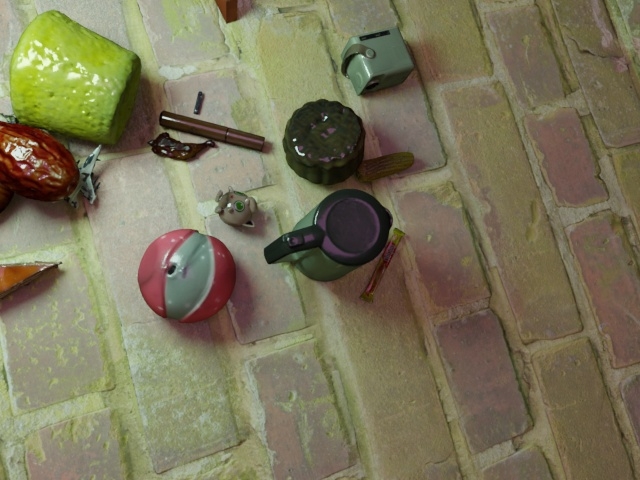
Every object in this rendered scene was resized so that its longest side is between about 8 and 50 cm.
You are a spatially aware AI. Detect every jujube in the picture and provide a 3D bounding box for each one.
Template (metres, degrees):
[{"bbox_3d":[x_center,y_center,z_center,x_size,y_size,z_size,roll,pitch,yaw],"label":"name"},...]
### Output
[{"bbox_3d":[-0.847,-0.227,1.313,0.290,0.197,0.197,33,76,-10],"label":"jujube"}]

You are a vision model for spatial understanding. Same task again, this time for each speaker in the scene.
[{"bbox_3d":[-0.404,0.112,1.424,0.293,0.294,0.295,2,80,-11],"label":"speaker"}]

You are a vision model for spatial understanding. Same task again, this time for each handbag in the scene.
[{"bbox_3d":[-0.355,-0.898,1.627,0.062,0.127,0.190,-26,85,-14],"label":"handbag"}]

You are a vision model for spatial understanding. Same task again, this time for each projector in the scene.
[{"bbox_3d":[0.199,-0.656,1.684,0.242,0.163,0.178,-20,84,-18],"label":"projector"}]

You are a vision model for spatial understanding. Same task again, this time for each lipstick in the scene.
[{"bbox_3d":[-0.370,-0.376,1.573,0.356,0.057,0.057,12,78,-10],"label":"lipstick"}]

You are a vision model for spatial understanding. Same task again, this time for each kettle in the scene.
[{"bbox_3d":[0.000,0.000,1.420,0.360,0.376,0.250,-11,83,-14],"label":"kettle"}]

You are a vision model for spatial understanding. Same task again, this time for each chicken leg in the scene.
[{"bbox_3d":[-0.471,-0.316,1.546,0.218,0.048,0.090,6,83,-11],"label":"chicken leg"}]

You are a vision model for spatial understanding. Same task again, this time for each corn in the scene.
[{"bbox_3d":[0.236,-0.270,1.671,0.230,0.080,0.080,-16,84,-16],"label":"corn"}]

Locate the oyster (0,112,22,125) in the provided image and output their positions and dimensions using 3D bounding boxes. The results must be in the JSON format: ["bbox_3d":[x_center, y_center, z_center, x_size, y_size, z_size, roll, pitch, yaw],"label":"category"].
[{"bbox_3d":[-1.057,-0.328,1.411,0.259,0.092,0.198,-34,88,-6],"label":"oyster"}]

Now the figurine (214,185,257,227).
[{"bbox_3d":[-0.279,-0.107,1.513,0.137,0.125,0.125,16,77,-25],"label":"figurine"}]

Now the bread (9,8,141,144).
[{"bbox_3d":[-0.720,-0.477,1.379,0.307,0.348,0.349,14,78,-15],"label":"bread"}]

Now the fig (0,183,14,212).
[{"bbox_3d":[-1.015,-0.154,1.320,0.174,0.207,0.175,-1,86,18],"label":"fig"}]

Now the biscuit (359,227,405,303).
[{"bbox_3d":[0.224,0.088,1.634,0.048,0.026,0.292,24,76,13],"label":"biscuit"}]

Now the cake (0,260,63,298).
[{"bbox_3d":[-0.919,0.118,1.359,0.287,0.098,0.135,-13,82,-9],"label":"cake"}]

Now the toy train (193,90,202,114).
[{"bbox_3d":[-0.427,-0.481,1.598,0.017,0.017,0.084,12,79,-12],"label":"toy train"}]

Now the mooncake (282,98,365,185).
[{"bbox_3d":[0.012,-0.344,1.569,0.290,0.161,0.291,0,72,-1],"label":"mooncake"}]

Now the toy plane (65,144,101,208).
[{"bbox_3d":[-0.753,-0.203,1.452,0.160,0.082,0.234,39,87,6],"label":"toy plane"}]
